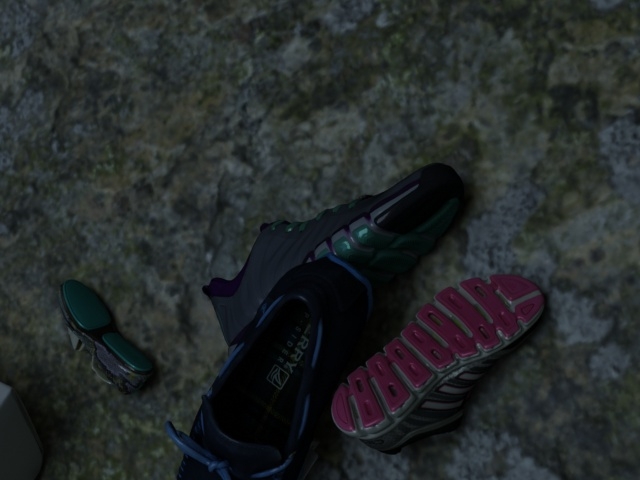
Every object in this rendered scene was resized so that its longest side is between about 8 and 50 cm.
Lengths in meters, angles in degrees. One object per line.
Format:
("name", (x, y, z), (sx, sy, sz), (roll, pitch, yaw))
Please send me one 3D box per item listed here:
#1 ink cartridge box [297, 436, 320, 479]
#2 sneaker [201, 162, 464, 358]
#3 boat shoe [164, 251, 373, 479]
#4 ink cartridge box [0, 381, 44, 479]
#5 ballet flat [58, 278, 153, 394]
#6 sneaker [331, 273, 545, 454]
("ink cartridge box", (-0.035, 0.153, 1.369), (0.083, 0.028, 0.048), (39, 102, 29))
("sneaker", (0.000, 0.000, 1.348), (0.223, 0.083, 0.098), (-41, 60, 18))
("boat shoe", (-0.056, 0.121, 1.295), (0.109, 0.089, 0.258), (27, 111, 17))
("ink cartridge box", (-0.389, 0.163, 1.443), (0.278, 0.117, 0.201), (23, 61, 20))
("ballet flat", (-0.176, 0.080, 1.458), (0.041, 0.041, 0.114), (-51, 61, 12))
("sneaker", (0.087, 0.090, 1.296), (0.170, 0.075, 0.063), (-38, 55, -6))
